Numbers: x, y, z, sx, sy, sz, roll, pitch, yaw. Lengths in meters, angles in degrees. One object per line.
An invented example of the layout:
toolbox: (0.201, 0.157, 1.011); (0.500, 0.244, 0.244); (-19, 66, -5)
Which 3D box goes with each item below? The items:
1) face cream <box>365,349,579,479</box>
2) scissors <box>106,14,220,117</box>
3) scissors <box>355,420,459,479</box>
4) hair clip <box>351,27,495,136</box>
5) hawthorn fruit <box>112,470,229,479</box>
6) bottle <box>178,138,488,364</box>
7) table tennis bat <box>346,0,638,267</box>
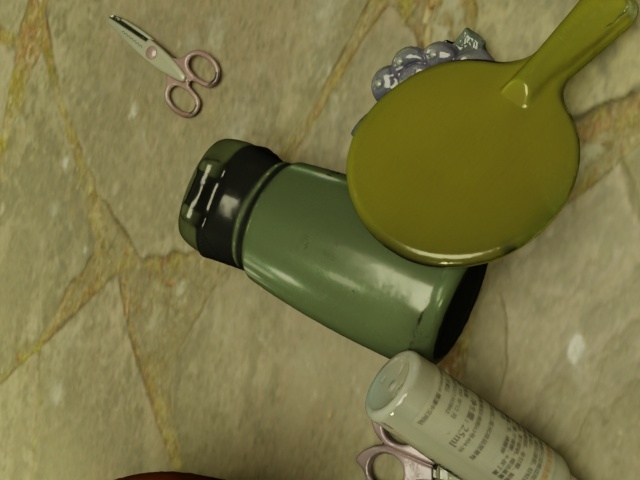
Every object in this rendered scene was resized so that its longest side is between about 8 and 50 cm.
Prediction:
face cream: (0.169, 0.211, 1.020); (0.269, 0.082, 0.082); (37, 105, -17)
scissors: (-0.202, -0.230, 1.281); (0.176, 0.022, 0.085); (40, 107, 15)
scissors: (0.141, 0.253, 1.124); (0.212, 0.021, 0.110); (19, 93, 22)
hair clip: (0.113, -0.151, 1.140); (0.124, 0.052, 0.195); (39, 110, 14)
hawthorn fruit: (-0.172, 0.459, 1.037); (0.471, 0.472, 0.472); (-1, 88, 23)
bottle: (0.000, 0.000, 1.111); (0.347, 0.168, 0.168); (25, 98, 21)
table tennis bat: (0.184, -0.127, 1.028); (0.224, 0.054, 0.369); (38, 77, 26)
